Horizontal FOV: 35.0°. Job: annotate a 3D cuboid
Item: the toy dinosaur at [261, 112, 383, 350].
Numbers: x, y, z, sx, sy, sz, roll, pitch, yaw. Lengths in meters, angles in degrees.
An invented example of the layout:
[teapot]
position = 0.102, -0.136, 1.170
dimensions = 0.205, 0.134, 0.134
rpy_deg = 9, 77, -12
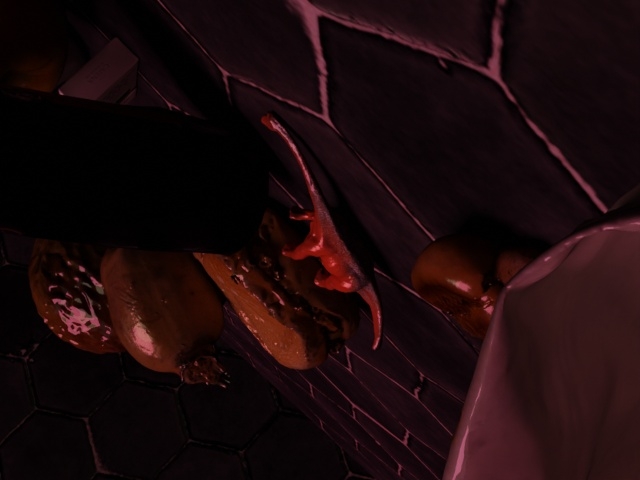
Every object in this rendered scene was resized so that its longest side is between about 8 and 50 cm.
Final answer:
[toy dinosaur]
position = 0.004, -0.005, 0.936
dimensions = 0.101, 0.055, 0.279
rpy_deg = 11, 145, 51

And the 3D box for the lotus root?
[lotus root]
position = -0.181, 0.085, 1.202
dimensions = 0.125, 0.118, 0.221
rpy_deg = -27, 88, 33

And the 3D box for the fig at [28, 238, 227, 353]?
[fig]
position = -0.282, -0.033, 1.375
dimensions = 0.286, 0.286, 0.369
rpy_deg = 8, 118, 69

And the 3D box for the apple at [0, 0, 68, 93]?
[apple]
position = -0.377, -0.212, 0.998
dimensions = 0.264, 0.264, 0.264
rpy_deg = 41, 167, 11

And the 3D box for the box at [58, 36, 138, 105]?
[box]
position = -0.241, -0.161, 1.107
dimensions = 0.040, 0.084, 0.154
rpy_deg = 42, 167, -4

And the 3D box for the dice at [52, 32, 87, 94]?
[dice]
position = -0.409, -0.212, 1.221
dimensions = 0.193, 0.192, 0.194
rpy_deg = 42, 169, -2

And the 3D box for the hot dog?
[hot dog]
position = 0.111, 0.028, 0.697
dimensions = 0.090, 0.060, 0.140
rpy_deg = 39, 174, 4

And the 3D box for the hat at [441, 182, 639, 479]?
[hat]
position = 0.206, 0.062, 0.384
dimensions = 0.257, 0.168, 0.301
rpy_deg = 17, -178, 21

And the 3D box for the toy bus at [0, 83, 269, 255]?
[toy bus]
position = -0.204, -0.068, 0.930
dimensions = 0.302, 0.128, 0.147
rpy_deg = 5, -164, -32

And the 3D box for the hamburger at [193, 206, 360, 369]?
[hamburger]
position = -0.051, 0.051, 1.147
dimensions = 0.214, 0.108, 0.214
rpy_deg = 42, 167, 12
